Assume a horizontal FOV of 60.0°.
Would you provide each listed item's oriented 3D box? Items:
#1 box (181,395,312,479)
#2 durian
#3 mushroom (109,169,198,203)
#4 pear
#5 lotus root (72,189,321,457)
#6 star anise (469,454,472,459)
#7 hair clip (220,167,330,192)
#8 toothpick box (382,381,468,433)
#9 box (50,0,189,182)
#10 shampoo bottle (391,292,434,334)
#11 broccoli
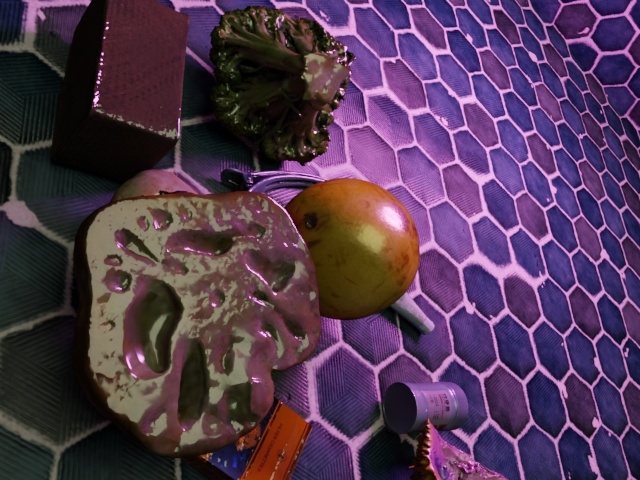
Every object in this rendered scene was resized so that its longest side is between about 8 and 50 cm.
[{"bbox_3d":[-0.139,0.300,0.883,0.237,0.070,0.152,44,48,-17],"label":"box"},{"bbox_3d":[0.270,0.504,1.058,0.261,0.186,0.153,25,40,2],"label":"durian"},{"bbox_3d":[-0.265,-0.033,0.888,0.127,0.166,0.166,29,34,33],"label":"mushroom"},{"bbox_3d":[0.044,0.013,1.019,0.281,0.281,0.280,18,59,-33],"label":"pear"},{"bbox_3d":[-0.175,0.089,0.786,0.375,0.111,0.390,42,60,-22],"label":"lotus root"},{"bbox_3d":[0.299,0.507,1.155,0.129,0.056,0.124,41,53,-30],"label":"star anise"},{"bbox_3d":[-0.075,-0.121,1.145,0.275,0.048,0.083,-13,55,-45],"label":"hair clip"},{"bbox_3d":[0.215,0.341,1.136,0.153,0.101,0.101,10,64,-35],"label":"toothpick box"},{"bbox_3d":[-0.326,-0.255,0.909,0.143,0.184,0.273,17,60,-38],"label":"box"},{"bbox_3d":[0.182,0.140,1.245,0.190,0.041,0.069,46,43,-14],"label":"shampoo bottle"},{"bbox_3d":[-0.069,-0.304,1.092,0.321,0.283,0.303,2,100,-30],"label":"broccoli"}]
